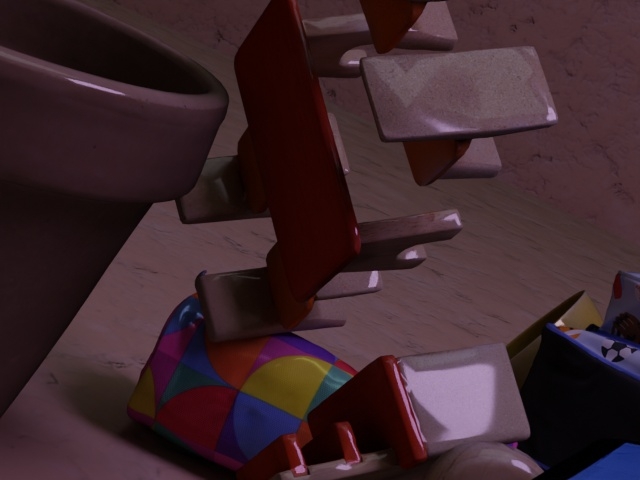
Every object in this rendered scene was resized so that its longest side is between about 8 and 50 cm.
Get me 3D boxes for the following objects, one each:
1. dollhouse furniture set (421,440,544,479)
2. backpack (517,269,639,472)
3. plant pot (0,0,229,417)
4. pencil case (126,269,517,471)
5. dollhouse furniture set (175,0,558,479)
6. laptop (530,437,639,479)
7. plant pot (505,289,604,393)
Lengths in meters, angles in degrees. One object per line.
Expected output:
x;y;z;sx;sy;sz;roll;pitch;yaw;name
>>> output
0.236;0.198;0.492;0.394;0.256;0.362;22;8;-9;dollhouse furniture set
0.296;0.150;1.010;0.263;0.213;0.276;28;4;-39;backpack
-0.209;-0.021;0.725;0.263;0.229;0.263;23;13;-5;plant pot
0.000;0.112;0.854;0.236;0.104;0.104;27;13;10;pencil case
0.000;0.000;0.719;0.135;0.262;0.259;-6;69;-26;dollhouse furniture set
0.172;0.059;0.456;0.136;0.264;0.234;47;32;19;laptop
0.195;0.119;1.148;0.095;0.134;0.134;50;15;3;plant pot
